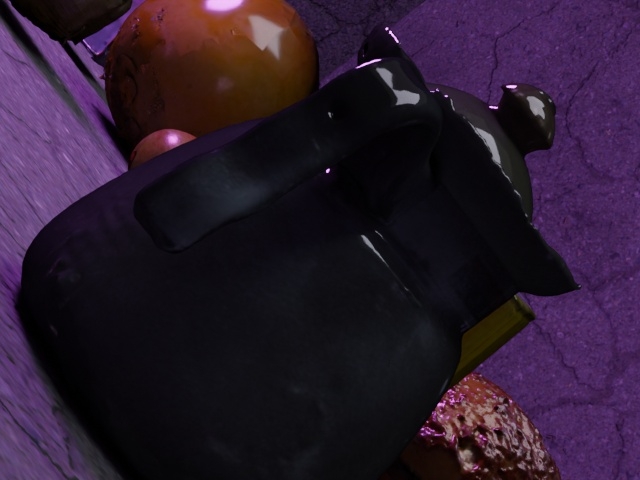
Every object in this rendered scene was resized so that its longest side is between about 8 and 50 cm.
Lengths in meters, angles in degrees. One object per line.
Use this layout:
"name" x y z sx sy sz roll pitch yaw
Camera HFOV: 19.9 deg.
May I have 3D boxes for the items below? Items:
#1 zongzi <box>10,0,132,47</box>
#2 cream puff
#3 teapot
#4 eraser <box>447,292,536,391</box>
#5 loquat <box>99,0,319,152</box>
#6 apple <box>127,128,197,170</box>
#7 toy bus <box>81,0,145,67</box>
"zongzi" -0.298 -0.324 1.840 0.274 0.145 0.300 56 -5 -8
"cream puff" 0.139 0.218 1.820 0.240 0.164 0.240 42 5 -5
"teapot" -0.007 -0.011 0.953 0.305 0.285 0.223 51 2 -44
"eraser" 0.044 0.090 1.243 0.069 0.226 0.158 51 4 12
"loquat" -0.112 -0.164 1.904 0.235 0.235 0.235 52 2 -3
"apple" -0.139 -0.063 1.706 0.084 0.084 0.071 51 24 -34
"toy bus" -0.299 -0.347 2.078 0.317 0.138 0.112 51 4 5
